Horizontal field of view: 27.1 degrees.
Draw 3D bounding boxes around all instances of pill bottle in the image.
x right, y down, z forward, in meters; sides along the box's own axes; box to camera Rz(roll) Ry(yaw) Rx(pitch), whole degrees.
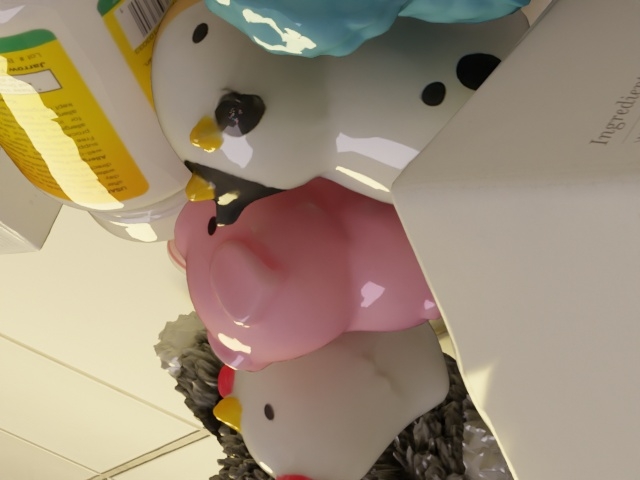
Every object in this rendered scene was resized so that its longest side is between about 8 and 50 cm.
[{"bbox_3d":[-0.103,-0.085,0.600,0.117,0.118,0.208,13,156,20],"label":"pill bottle"}]

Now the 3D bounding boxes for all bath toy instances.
[{"bbox_3d":[0.000,0.000,0.577,0.151,0.129,0.348,16,141,10],"label":"bath toy"}]

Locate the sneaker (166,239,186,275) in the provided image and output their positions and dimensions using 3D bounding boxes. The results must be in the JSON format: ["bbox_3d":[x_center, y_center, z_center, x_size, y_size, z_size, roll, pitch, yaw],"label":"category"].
[{"bbox_3d":[-0.034,0.004,0.830,0.134,0.051,0.070,19,150,11],"label":"sneaker"}]

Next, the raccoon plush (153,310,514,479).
[{"bbox_3d":[0.057,0.083,0.854,0.446,0.299,0.216,45,-169,36],"label":"raccoon plush"}]

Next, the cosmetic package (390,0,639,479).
[{"bbox_3d":[0.151,0.001,0.403,0.183,0.151,0.151,-1,125,40],"label":"cosmetic package"}]

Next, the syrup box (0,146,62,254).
[{"bbox_3d":[-0.254,-0.049,0.844,0.236,0.093,0.096,-3,147,46],"label":"syrup box"}]
